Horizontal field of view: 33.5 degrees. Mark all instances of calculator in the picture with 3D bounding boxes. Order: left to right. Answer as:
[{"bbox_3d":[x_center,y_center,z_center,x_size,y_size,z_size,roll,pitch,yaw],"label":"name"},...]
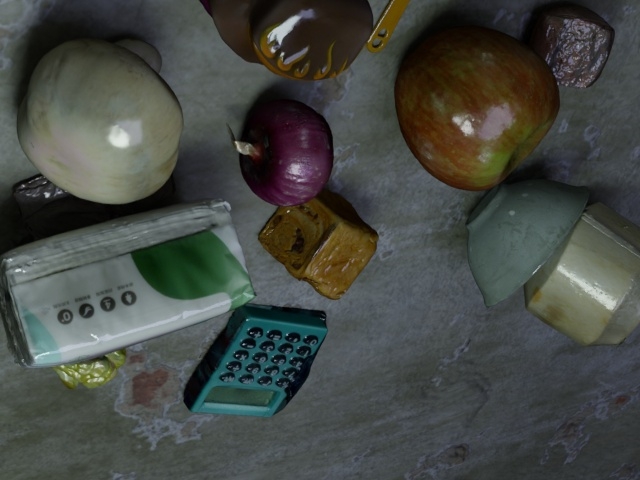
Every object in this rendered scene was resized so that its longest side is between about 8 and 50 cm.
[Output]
[{"bbox_3d":[-0.121,0.249,2.134,0.248,0.058,0.274,13,119,-43],"label":"calculator"}]

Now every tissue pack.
[{"bbox_3d":[-0.310,0.069,1.652,0.357,0.193,0.266,-16,179,-23],"label":"tissue pack"}]

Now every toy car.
[{"bbox_3d":[-0.018,-0.387,1.459,0.271,0.240,0.340,6,127,-42],"label":"toy car"}]

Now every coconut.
[{"bbox_3d":[0.582,0.067,2.307,0.323,0.323,0.323,-20,137,-20],"label":"coconut"}]

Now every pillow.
[{"bbox_3d":[-0.347,-0.071,1.672,0.248,0.049,0.135,-20,142,-15],"label":"pillow"}]

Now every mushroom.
[{"bbox_3d":[-0.292,-0.183,1.489,0.234,0.260,0.254,-59,141,-33],"label":"mushroom"}]

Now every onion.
[{"bbox_3d":[-0.058,-0.140,1.712,0.153,0.177,0.177,-33,149,-49],"label":"onion"}]

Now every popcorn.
[{"bbox_3d":[-0.406,0.186,1.814,0.145,0.125,0.126,14,140,-26],"label":"popcorn"}]

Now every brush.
[{"bbox_3d":[0.146,-0.421,1.722,0.103,0.013,0.272,7,124,-39],"label":"brush"}]

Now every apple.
[{"bbox_3d":[0.259,-0.235,1.823,0.277,0.250,0.309,-44,163,-15],"label":"apple"}]

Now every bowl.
[{"bbox_3d":[0.381,-0.027,2.137,0.313,0.146,0.313,-52,-179,2],"label":"bowl"}]

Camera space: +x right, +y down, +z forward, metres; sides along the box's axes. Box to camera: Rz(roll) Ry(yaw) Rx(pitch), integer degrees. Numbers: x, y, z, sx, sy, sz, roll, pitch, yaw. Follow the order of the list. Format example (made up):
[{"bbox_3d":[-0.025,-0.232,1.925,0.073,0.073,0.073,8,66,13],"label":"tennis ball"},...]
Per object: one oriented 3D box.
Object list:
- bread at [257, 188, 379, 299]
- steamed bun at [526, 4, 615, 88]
[{"bbox_3d":[0.000,0.000,1.916,0.158,0.149,0.143,-47,142,11],"label":"bread"},{"bbox_3d":[0.458,-0.353,1.941,0.175,0.106,0.144,0,128,-33],"label":"steamed bun"}]
